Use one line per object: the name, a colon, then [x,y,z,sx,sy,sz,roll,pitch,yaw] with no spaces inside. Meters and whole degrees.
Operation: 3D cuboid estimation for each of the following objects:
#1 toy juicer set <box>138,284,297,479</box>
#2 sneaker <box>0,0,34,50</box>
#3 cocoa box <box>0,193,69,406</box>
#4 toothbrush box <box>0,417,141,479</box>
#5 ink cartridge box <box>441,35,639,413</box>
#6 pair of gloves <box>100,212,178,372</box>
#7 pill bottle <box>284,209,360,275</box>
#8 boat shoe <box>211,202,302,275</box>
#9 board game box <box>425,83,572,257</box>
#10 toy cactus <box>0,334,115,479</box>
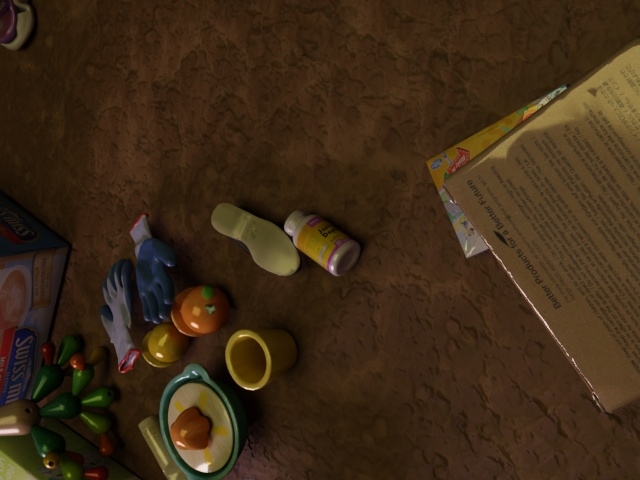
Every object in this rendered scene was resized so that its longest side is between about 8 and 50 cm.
toy juicer set: [-0.169,0.206,1.009,0.209,0.089,0.329,36,116,28]
sneaker: [-0.504,-0.388,1.183,0.095,0.104,0.236,-35,73,36]
cocoa box: [-0.558,0.117,1.205,0.231,0.228,0.347,31,113,30]
toothbrush box: [-0.374,0.405,1.169,0.283,0.122,0.206,22,108,32]
ink cartridge box: [0.245,-0.012,0.644,0.193,0.088,0.234,-37,87,35]
pair of gloves: [-0.234,0.063,1.049,0.198,0.023,0.159,-49,48,34]
pill bottle: [0.000,0.000,0.884,0.083,0.043,0.043,36,115,28]
boat shoe: [-0.067,-0.001,0.939,0.133,0.042,0.049,33,94,30]
board game box: [0.182,-0.060,0.750,0.154,0.026,0.103,-29,78,36]
toy cactus: [-0.375,0.237,1.128,0.181,0.112,0.219,-12,71,-1]
